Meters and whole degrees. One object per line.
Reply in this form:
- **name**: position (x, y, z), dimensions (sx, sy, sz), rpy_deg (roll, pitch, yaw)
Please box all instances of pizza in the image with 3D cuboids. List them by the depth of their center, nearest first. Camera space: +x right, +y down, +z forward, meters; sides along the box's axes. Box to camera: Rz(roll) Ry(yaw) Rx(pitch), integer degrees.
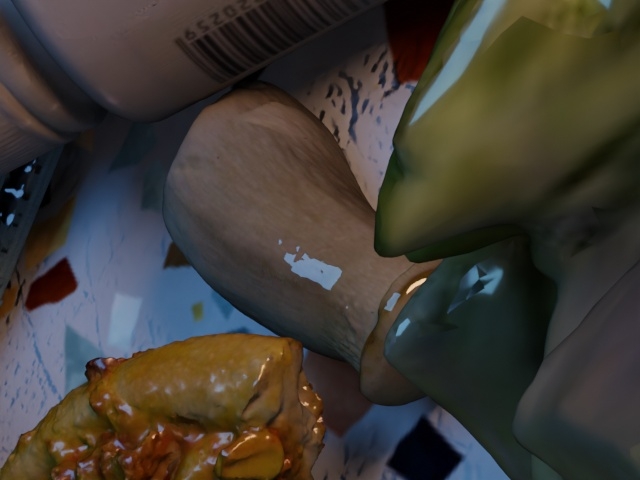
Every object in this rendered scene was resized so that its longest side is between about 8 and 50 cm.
- **pizza**: position (-0.095, 0.186, 0.833), dimensions (0.335, 0.086, 0.226), rpy_deg (-47, 60, 28)

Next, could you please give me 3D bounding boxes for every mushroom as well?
- **mushroom**: position (-0.010, -0.001, 0.882), dimensions (0.247, 0.108, 0.096), rpy_deg (44, 134, 49)

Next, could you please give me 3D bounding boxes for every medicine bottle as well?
- **medicine bottle**: position (-0.094, -0.178, 0.918), dimensions (0.340, 0.208, 0.208), rpy_deg (-27, 51, 13)

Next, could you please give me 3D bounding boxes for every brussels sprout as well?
- **brussels sprout**: position (0.248, 0.021, 0.466), dimensions (0.361, 0.342, 0.425), rpy_deg (-35, 46, -12)

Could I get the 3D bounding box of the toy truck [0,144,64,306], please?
- **toy truck**: position (-0.247, -0.056, 1.113), dimensions (0.184, 0.133, 0.338), rpy_deg (30, 94, 36)
